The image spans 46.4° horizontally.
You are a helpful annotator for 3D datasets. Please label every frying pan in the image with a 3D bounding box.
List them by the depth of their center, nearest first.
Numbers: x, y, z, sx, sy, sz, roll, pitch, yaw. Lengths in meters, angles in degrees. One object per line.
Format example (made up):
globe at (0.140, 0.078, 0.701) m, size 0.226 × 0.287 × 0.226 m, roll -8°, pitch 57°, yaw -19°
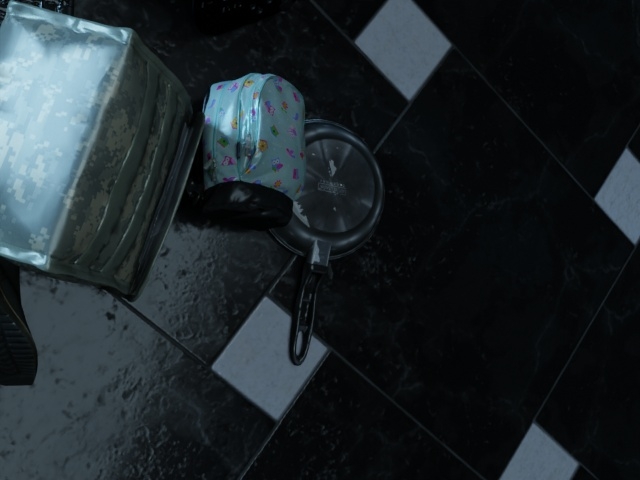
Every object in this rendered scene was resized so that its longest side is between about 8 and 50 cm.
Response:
frying pan at (-0.022, -0.018, 1.009) m, size 0.197 × 0.053 × 0.326 m, roll 34°, pitch 72°, yaw -18°

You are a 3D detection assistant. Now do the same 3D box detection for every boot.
boot at (-0.352, 0.055, 0.840) m, size 0.077 × 0.137 × 0.197 m, roll -2°, pitch 129°, yaw 0°

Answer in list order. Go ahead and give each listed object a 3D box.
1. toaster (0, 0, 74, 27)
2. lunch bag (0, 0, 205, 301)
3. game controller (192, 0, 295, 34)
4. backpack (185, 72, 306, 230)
toaster at (-0.356, -0.246, 0.823) m, size 0.186 × 0.110 × 0.167 m, roll 4°, pitch 87°, yaw -24°
lunch bag at (-0.234, -0.069, 0.794) m, size 0.169 × 0.287 × 0.235 m, roll 17°, pitch 82°, yaw 12°
game controller at (-0.070, -0.361, 0.860) m, size 0.166 × 0.319 × 0.067 m, roll -37°, pitch 78°, yaw -23°
backpack at (-0.083, -0.112, 0.920) m, size 0.152 × 0.115 × 0.181 m, roll 25°, pitch 63°, yaw -63°
